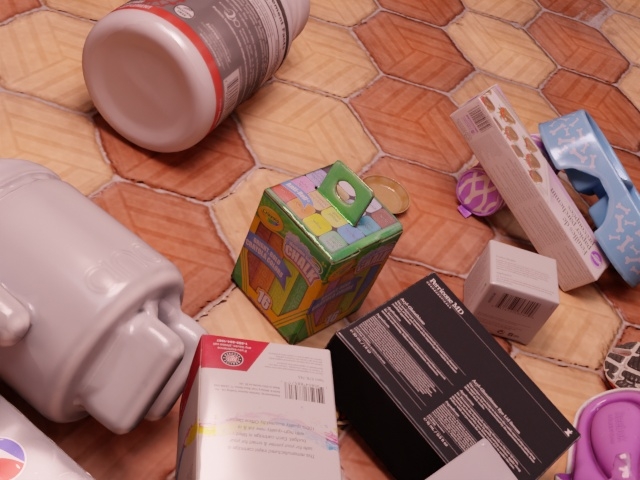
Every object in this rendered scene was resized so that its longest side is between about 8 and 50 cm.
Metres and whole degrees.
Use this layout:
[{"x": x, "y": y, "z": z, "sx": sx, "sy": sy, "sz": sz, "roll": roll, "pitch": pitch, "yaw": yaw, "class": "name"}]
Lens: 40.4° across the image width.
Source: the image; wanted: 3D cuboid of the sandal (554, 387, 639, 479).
[{"x": 0.323, "y": 0.273, "z": 0.949, "sx": 0.102, "sy": 0.169, "sz": 0.416, "roll": 62, "pitch": 18, "yaw": -15, "class": "sandal"}]

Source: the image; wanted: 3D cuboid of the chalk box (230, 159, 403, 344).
[{"x": 0.000, "y": 0.000, "z": 1.073, "sx": 0.132, "sy": 0.213, "sz": 0.132, "roll": -24, "pitch": 61, "yaw": -39, "class": "chalk box"}]

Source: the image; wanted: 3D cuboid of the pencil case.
[{"x": 0.303, "y": -0.107, "z": 1.401, "sx": 0.206, "sy": 0.088, "sz": 0.086, "roll": -27, "pitch": 77, "yaw": -41, "class": "pencil case"}]

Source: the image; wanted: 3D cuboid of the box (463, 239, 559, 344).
[{"x": 0.260, "y": 0.072, "z": 1.198, "sx": 0.101, "sy": 0.102, "sz": 0.087, "roll": 17, "pitch": 46, "yaw": -7, "class": "box"}]

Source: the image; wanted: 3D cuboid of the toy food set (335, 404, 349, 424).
[{"x": 0.015, "y": 0.183, "z": 1.042, "sx": 0.083, "sy": 0.020, "sz": 0.082, "roll": -2, "pitch": 49, "yaw": -25, "class": "toy food set"}]

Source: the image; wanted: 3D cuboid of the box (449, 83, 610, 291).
[{"x": 0.313, "y": -0.077, "z": 1.295, "sx": 0.063, "sy": 0.067, "sz": 0.324, "roll": -39, "pitch": 96, "yaw": -42, "class": "box"}]

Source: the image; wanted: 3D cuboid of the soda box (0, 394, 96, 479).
[{"x": -0.342, "y": 0.197, "z": 0.822, "sx": 0.286, "sy": 0.091, "sz": 0.098, "roll": 36, "pitch": 43, "yaw": 13, "class": "soda box"}]

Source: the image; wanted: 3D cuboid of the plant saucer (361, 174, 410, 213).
[{"x": 0.096, "y": -0.066, "z": 1.325, "sx": 0.083, "sy": 0.015, "sz": 0.083, "roll": 12, "pitch": 44, "yaw": -12, "class": "plant saucer"}]

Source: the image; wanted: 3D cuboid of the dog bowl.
[{"x": 0.445, "y": -0.075, "z": 1.355, "sx": 0.166, "sy": 0.074, "sz": 0.297, "roll": 2, "pitch": 59, "yaw": -62, "class": "dog bowl"}]

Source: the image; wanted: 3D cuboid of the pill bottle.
[{"x": -0.168, "y": -0.302, "z": 1.300, "sx": 0.210, "sy": 0.210, "sz": 0.363, "roll": 30, "pitch": 43, "yaw": 6, "class": "pill bottle"}]

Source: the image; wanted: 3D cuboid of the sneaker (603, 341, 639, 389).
[{"x": 0.502, "y": 0.232, "z": 1.150, "sx": 0.279, "sy": 0.118, "sz": 0.107, "roll": 27, "pitch": 57, "yaw": 35, "class": "sneaker"}]

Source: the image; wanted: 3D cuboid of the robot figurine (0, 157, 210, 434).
[{"x": -0.286, "y": 0.049, "z": 0.912, "sx": 0.353, "sy": 0.200, "sz": 0.300, "roll": 36, "pitch": 4, "yaw": 12, "class": "robot figurine"}]

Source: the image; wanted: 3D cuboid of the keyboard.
[{"x": 0.102, "y": 0.281, "z": 0.853, "sx": 0.256, "sy": 0.014, "sz": 0.072, "roll": -23, "pitch": 62, "yaw": -36, "class": "keyboard"}]

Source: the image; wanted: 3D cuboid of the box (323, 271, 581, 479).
[{"x": 0.143, "y": 0.190, "z": 1.016, "sx": 0.184, "sy": 0.103, "sz": 0.261, "roll": -28, "pitch": 70, "yaw": -37, "class": "box"}]

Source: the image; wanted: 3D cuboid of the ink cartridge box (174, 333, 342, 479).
[{"x": -0.061, "y": 0.197, "z": 0.788, "sx": 0.128, "sy": 0.127, "sz": 0.176, "roll": 10, "pitch": 43, "yaw": -14, "class": "ink cartridge box"}]
